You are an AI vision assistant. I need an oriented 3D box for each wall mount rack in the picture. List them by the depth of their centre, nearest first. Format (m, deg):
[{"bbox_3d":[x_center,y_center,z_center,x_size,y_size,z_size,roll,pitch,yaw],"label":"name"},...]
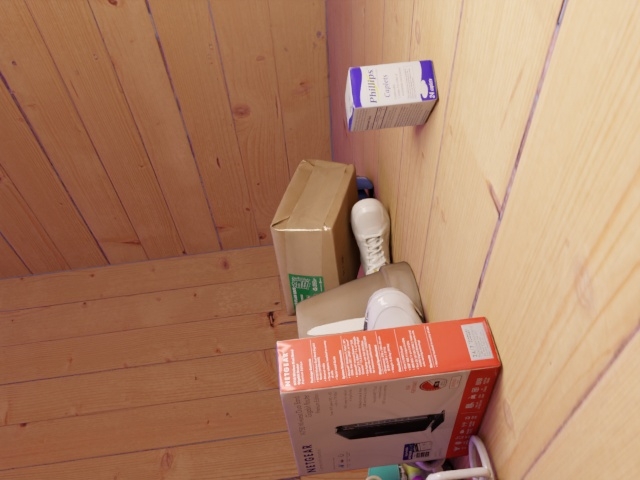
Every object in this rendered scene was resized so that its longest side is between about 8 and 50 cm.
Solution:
[{"bbox_3d":[0.215,0.491,0.960,0.304,0.130,0.350,85,178,-54],"label":"wall mount rack"}]

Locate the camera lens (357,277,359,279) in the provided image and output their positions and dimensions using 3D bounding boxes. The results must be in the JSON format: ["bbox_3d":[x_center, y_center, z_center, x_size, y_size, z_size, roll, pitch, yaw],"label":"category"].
[{"bbox_3d":[0.106,0.241,1.902,0.274,0.219,0.220,-107,10,-80],"label":"camera lens"}]

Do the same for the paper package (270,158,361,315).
[{"bbox_3d":[0.000,0.000,1.723,0.310,0.168,0.325,-69,-22,-48],"label":"paper package"}]

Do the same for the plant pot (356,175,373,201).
[{"bbox_3d":[0.058,-0.100,2.044,0.236,0.235,0.212,-108,17,-83],"label":"plant pot"}]

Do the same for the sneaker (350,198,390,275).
[{"bbox_3d":[0.154,0.037,1.685,0.293,0.108,0.169,74,-179,-48],"label":"sneaker"}]

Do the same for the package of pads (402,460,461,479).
[{"bbox_3d":[0.228,0.567,1.299,0.296,0.101,0.229,120,144,-87],"label":"package of pads"}]

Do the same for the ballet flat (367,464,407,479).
[{"bbox_3d":[0.138,0.517,1.223,0.077,0.091,0.241,58,-163,-32],"label":"ballet flat"}]

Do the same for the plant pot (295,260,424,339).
[{"bbox_3d":[0.089,0.223,1.518,0.323,0.280,0.323,174,90,-88],"label":"plant pot"}]

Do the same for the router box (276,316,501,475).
[{"bbox_3d":[0.098,0.256,0.994,0.336,0.301,0.082,84,178,-51],"label":"router box"}]

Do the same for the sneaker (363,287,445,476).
[{"bbox_3d":[0.180,0.278,1.248,0.210,0.137,0.366,-144,42,-86],"label":"sneaker"}]

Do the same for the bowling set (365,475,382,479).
[{"bbox_3d":[0.085,0.456,0.845,0.200,0.154,0.287,93,170,-63],"label":"bowling set"}]

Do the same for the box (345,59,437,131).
[{"bbox_3d":[0.114,-0.240,1.068,0.126,0.137,0.072,95,168,-81],"label":"box"}]
